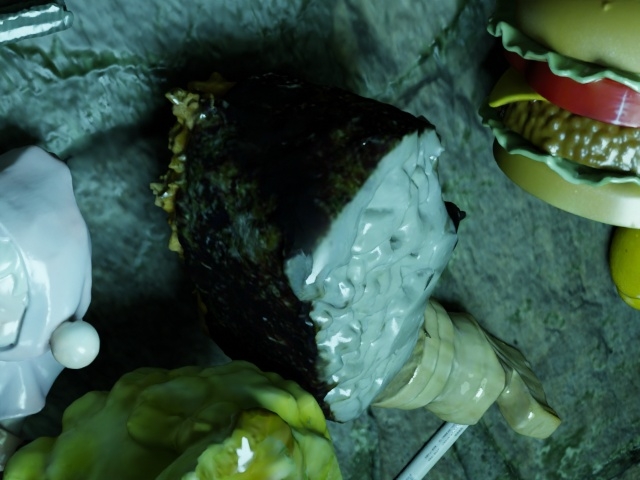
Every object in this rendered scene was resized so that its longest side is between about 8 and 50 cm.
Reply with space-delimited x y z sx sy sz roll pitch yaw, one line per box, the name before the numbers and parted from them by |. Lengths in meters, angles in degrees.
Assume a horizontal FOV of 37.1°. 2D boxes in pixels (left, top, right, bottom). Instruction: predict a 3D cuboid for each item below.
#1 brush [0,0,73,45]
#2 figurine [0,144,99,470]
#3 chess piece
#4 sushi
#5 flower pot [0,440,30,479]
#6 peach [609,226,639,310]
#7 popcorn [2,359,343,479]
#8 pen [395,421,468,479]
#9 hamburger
brush | -0.332 -0.128 0.659 0.323 0.051 0.070 -18 125 -19
figurine | -0.256 0.058 0.776 0.133 0.200 0.275 -46 153 -55
chess piece | 0.161 0.144 1.081 0.301 0.137 0.137 22 109 -42
sushi | 0.000 0.000 0.844 0.234 0.208 0.348 -45 150 -30
flower pot | -0.304 0.259 0.914 0.111 0.089 0.111 -15 127 -21
peach | 0.428 0.011 1.152 0.179 0.103 0.179 -12 129 -16
popcorn | -0.110 0.230 0.772 0.293 0.237 0.292 -17 111 -54
pen | 0.152 0.259 1.217 0.026 0.026 0.218 31 102 -40
hamburger | 0.281 -0.158 0.843 0.275 0.274 0.212 -11 124 -23
